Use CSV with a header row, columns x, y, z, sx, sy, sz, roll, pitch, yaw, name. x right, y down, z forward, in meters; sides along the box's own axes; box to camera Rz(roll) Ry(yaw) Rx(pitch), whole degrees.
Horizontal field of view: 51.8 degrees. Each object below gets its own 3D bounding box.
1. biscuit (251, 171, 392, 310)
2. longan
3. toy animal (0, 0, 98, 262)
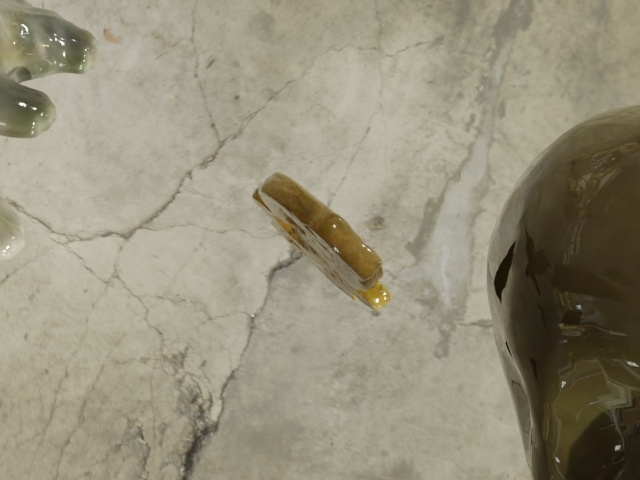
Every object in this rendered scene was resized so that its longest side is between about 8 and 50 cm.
x,y,z,sx,sy,sz,roll,pitch,yaw,name
0.002,-0.002,0.666,0.184,0.249,0.035,42,83,9,biscuit
0.252,0.077,0.435,0.288,0.288,0.350,-31,101,-22,longan
-0.283,-0.121,0.454,0.308,0.188,0.266,-33,64,-28,toy animal
